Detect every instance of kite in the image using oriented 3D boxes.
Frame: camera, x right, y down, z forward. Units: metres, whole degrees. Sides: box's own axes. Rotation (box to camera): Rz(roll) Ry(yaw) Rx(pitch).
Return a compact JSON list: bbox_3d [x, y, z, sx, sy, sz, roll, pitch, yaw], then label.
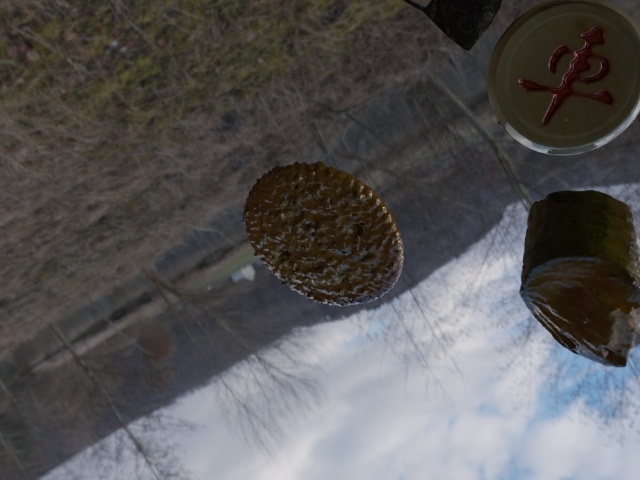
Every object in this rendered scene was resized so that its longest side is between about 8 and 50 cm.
[{"bbox_3d":[0.224,-0.493,1.209,0.015,0.285,0.152,-8,131,-56],"label":"kite"}]

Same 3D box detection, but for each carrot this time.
[{"bbox_3d":[0.535,0.059,1.276,0.241,0.241,0.341,-26,-143,43],"label":"carrot"}]

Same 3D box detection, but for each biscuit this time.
[{"bbox_3d":[0.000,0.000,0.891,0.254,0.254,0.035,-27,-159,41],"label":"biscuit"}]

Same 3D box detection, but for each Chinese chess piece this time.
[{"bbox_3d":[0.398,-0.264,1.007,0.250,0.251,0.097,-28,-177,22],"label":"Chinese chess piece"}]
